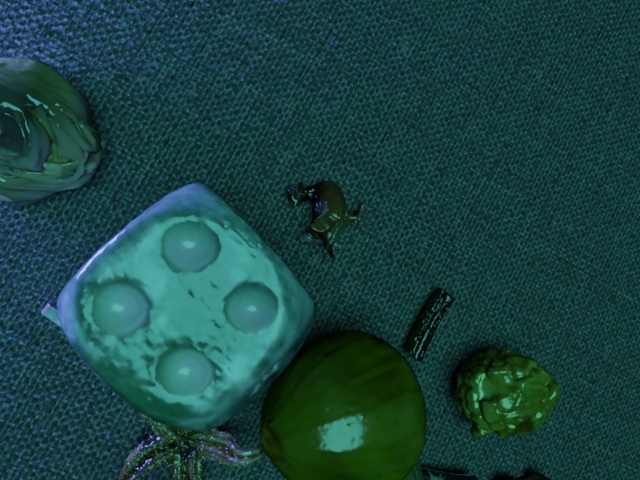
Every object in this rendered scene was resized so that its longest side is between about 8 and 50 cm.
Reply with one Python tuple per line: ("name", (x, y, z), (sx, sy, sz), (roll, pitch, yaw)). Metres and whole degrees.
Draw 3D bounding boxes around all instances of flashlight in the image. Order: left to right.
("flashlight", (0.000, 0.000, 1.007), (0.110, 0.031, 0.052), (20, 51, -16))

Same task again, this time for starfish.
("starfish", (-0.280, 0.449, 0.926), (0.312, 0.113, 0.303), (-4, 90, -2))

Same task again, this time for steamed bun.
("steamed bun", (-0.582, -0.208, 0.793), (0.280, 0.207, 0.267), (-23, 96, -8))

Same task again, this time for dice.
("dice", (-0.230, 0.118, 0.806), (0.328, 0.330, 0.348), (-44, 96, -9))

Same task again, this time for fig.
("fig", (0.036, 0.356, 0.856), (0.343, 0.343, 0.343), (0, 92, -12))

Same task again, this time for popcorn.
("popcorn", (0.450, 0.377, 1.033), (0.235, 0.181, 0.216), (-1, 94, -7))

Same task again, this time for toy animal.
("toy animal", (0.003, -0.053, 0.973), (0.179, 0.089, 0.188), (10, 70, -7))

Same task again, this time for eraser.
("eraser", (-0.522, 0.167, 0.886), (0.105, 0.065, 0.026), (39, 85, -9))

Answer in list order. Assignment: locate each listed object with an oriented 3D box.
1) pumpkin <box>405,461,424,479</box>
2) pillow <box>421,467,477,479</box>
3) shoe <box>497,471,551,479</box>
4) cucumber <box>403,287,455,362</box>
("pumpkin", (0.156, 0.558, 1.006), (0.217, 0.217, 0.110), (41, 45, -10))
("pillow", (0.290, 0.642, 1.057), (0.208, 0.055, 0.141), (9, 76, -1))
("shoe", (0.490, 0.686, 1.082), (0.291, 0.114, 0.137), (-15, 100, -13))
("cucumber", (0.269, 0.208, 1.055), (0.058, 0.058, 0.187), (30, 85, -11))
